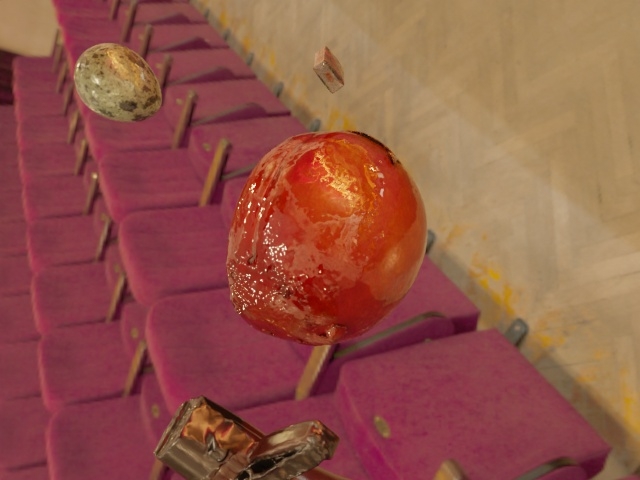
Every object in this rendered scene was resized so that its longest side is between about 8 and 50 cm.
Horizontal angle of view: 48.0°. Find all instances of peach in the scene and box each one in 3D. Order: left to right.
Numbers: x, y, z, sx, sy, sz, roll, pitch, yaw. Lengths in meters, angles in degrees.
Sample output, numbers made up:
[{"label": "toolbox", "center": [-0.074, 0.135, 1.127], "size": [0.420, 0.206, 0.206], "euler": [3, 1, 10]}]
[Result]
[{"label": "peach", "center": [0.000, 0.000, 1.217], "size": [0.370, 0.370, 0.370], "euler": [-26, 59, 56]}]

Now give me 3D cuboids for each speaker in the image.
[{"label": "speaker", "center": [-0.035, 0.327, 0.891], "size": [0.198, 0.329, 0.259], "euler": [-56, 17, -13]}]

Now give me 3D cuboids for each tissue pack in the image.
[{"label": "tissue pack", "center": [0.016, -0.310, 1.303], "size": [0.035, 0.063, 0.083], "euler": [-31, 28, 18]}]

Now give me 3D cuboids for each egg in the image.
[{"label": "egg", "center": [-0.366, -0.283, 1.309], "size": [0.132, 0.172, 0.132], "euler": [-55, -8, -12]}]
